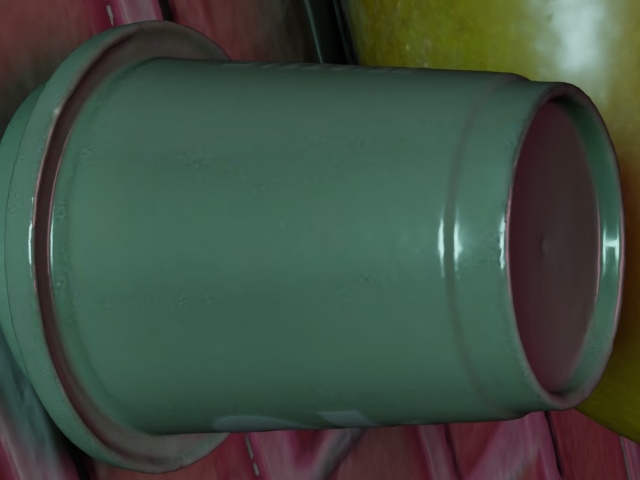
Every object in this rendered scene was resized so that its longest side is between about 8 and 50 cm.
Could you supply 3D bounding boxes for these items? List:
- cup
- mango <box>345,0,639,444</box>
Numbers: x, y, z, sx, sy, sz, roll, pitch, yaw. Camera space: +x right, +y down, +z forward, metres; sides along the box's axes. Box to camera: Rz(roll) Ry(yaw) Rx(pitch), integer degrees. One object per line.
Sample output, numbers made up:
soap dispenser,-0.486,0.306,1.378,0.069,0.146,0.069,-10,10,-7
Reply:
cup,0.000,0.000,0.427,0.120,0.141,0.120,9,80,-63
mango,0.113,-0.117,0.589,0.221,0.199,0.384,16,73,-59
